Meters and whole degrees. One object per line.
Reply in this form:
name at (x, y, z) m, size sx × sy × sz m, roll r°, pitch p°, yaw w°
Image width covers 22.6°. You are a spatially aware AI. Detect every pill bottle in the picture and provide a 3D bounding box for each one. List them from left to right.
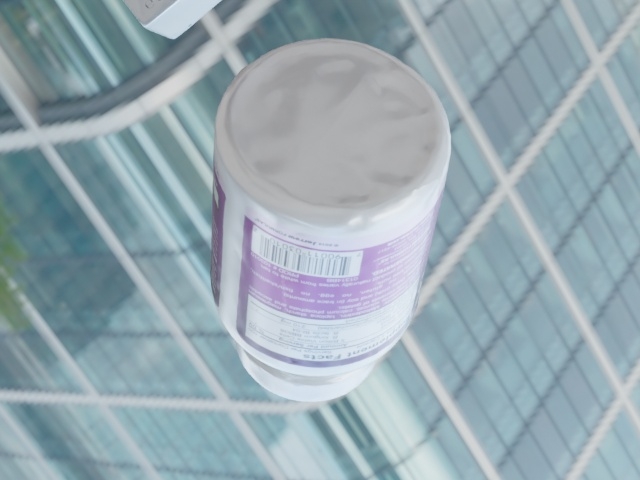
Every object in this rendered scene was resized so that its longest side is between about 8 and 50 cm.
pill bottle at (0.000, 0.000, 1.228) m, size 0.169 × 0.301 × 0.169 m, roll 2°, pitch -123°, yaw -4°

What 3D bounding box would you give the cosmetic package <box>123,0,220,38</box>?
cosmetic package at (-0.116, -0.325, 1.310) m, size 0.224 × 0.224 × 0.138 m, roll -39°, pitch 179°, yaw 5°
